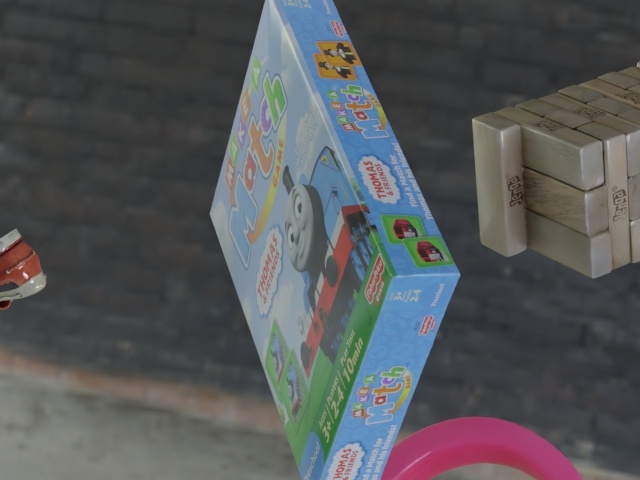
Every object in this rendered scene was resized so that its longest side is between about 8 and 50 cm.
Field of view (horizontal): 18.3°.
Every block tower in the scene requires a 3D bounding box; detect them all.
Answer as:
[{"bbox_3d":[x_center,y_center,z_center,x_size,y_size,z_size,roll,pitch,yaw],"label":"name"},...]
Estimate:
[{"bbox_3d":[0.259,-0.073,1.282,0.335,0.091,0.097,-20,27,-27],"label":"block tower"}]

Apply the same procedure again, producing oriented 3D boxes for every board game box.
[{"bbox_3d":[0.000,0.000,0.994,0.039,0.160,0.211,-1,44,-20],"label":"board game box"}]

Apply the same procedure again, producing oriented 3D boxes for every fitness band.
[{"bbox_3d":[0.095,0.267,1.618,0.209,0.054,0.291,33,65,34],"label":"fitness band"}]

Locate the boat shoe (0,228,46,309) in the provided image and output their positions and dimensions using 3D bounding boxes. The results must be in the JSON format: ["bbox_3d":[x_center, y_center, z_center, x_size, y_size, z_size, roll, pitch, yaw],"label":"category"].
[{"bbox_3d":[-0.227,0.029,1.361,0.049,0.043,0.137,-42,9,-31],"label":"boat shoe"}]
